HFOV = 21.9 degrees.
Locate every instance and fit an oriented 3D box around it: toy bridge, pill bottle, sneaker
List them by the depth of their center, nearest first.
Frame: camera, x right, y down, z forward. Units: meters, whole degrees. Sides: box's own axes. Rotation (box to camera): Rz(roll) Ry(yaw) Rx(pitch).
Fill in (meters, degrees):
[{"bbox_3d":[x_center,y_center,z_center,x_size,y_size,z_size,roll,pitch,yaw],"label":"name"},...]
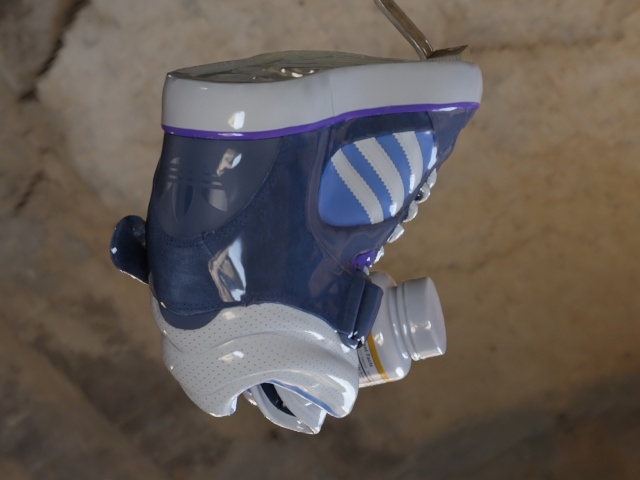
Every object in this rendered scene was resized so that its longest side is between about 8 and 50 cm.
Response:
[{"bbox_3d":[0.000,0.000,1.085,0.323,0.130,0.236,-16,110,-58],"label":"sneaker"},{"bbox_3d":[0.063,-0.216,1.280,0.026,0.063,0.188,-50,128,-53],"label":"toy bridge"},{"bbox_3d":[0.018,0.099,1.731,0.117,0.215,0.117,-12,90,-77],"label":"pill bottle"}]
